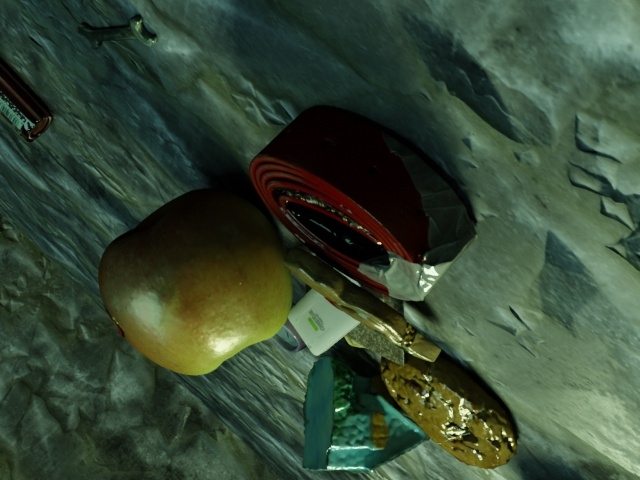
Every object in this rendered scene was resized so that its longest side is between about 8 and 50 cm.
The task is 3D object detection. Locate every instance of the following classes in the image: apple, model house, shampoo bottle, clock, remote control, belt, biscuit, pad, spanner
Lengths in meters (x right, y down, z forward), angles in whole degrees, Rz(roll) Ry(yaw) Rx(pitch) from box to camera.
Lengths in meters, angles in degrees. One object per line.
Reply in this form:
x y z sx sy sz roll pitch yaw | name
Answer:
-0.214 0.080 1.495 0.338 0.338 0.305 -3 120 61 | apple
0.103 0.363 1.711 0.241 0.226 0.261 8 165 -11 | model house
-0.768 -0.379 1.956 0.323 0.084 0.129 47 154 -5 | shampoo bottle
-0.059 0.198 1.815 0.110 0.050 0.153 41 158 5 | clock
0.021 0.119 1.464 0.103 0.034 0.250 54 144 10 | remote control
0.056 -0.044 1.112 0.324 0.115 0.227 32 158 29 | belt
0.075 0.109 1.262 0.183 0.047 0.320 32 177 45 | biscuit
0.218 0.299 1.492 0.296 0.075 0.296 36 156 19 | biscuit
0.055 0.110 1.453 0.235 0.003 0.158 24 130 39 | pad
-0.340 -0.341 1.383 0.254 0.015 0.054 14 146 51 | spanner

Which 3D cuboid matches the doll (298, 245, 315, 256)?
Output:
0.000 0.000 1.318 0.127 0.084 0.073 34 158 41 | doll

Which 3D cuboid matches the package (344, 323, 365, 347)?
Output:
0.069 0.144 1.504 0.071 0.047 0.131 20 147 39 | package
